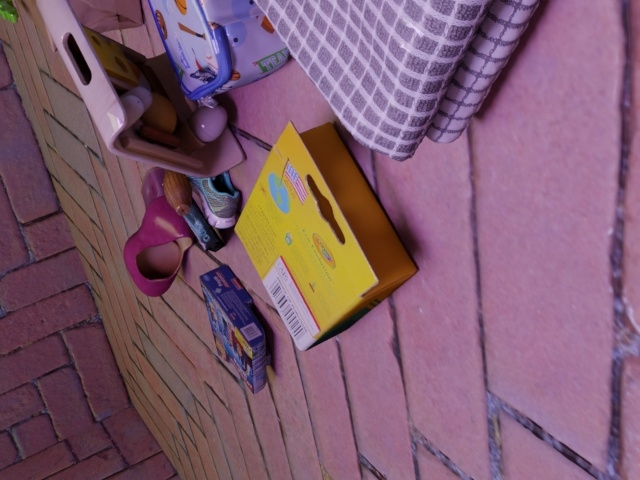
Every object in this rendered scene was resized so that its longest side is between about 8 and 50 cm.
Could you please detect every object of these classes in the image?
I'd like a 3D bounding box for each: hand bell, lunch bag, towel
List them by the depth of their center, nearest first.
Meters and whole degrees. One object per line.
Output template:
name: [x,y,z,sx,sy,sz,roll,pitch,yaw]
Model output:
towel: [0.036,-0.233,0.608,0.283,0.121,0.235,57,155,21]
lunch bag: [-0.150,-0.313,0.948,0.243,0.115,0.303,7,118,66]
hand bell: [-0.225,-0.117,1.190,0.242,0.126,0.126,-112,15,-45]

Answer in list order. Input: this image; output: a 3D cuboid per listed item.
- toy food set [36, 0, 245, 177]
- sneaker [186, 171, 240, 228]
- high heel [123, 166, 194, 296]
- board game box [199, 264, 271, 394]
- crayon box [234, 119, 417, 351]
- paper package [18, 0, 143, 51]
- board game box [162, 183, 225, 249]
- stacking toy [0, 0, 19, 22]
toy food set: [-0.226,-0.211,1.065,0.219,0.092,0.306,60,-165,14]
sneaker: [-0.177,-0.102,1.292,0.166,0.065,0.076,53,137,21]
high heel: [-0.321,0.040,1.619,0.377,0.127,0.181,101,149,-49]
board game box: [-0.149,0.179,1.482,0.194,0.060,0.194,49,153,34]
crayon box: [0.000,0.000,0.959,0.202,0.081,0.318,61,157,10]
paper package: [-0.447,-0.527,1.308,0.325,0.168,0.309,48,153,35]
board game box: [-0.212,-0.040,1.352,0.126,0.026,0.186,56,176,1]
stacking toy: [-0.555,-0.485,1.315,0.221,0.052,0.167,48,154,32]
